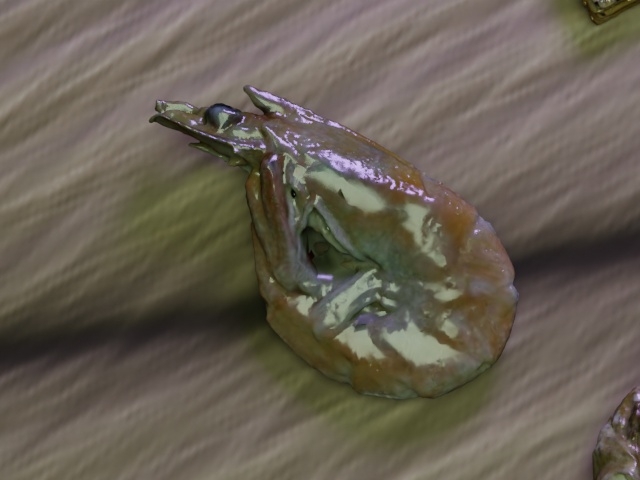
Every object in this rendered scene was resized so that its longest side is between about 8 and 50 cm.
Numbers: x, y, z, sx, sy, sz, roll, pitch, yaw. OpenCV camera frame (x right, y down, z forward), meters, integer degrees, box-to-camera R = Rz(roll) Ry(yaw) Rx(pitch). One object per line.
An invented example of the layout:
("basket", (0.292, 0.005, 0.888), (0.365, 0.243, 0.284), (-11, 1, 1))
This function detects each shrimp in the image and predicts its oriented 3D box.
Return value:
("shrimp", (0.000, 0.000, 1.258), (0.317, 0.077, 0.168), (31, 88, 2))

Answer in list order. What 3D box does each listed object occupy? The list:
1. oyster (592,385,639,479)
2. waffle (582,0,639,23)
("oyster", (0.341, 0.116, 1.234), (0.294, 0.094, 0.166), (-1, 102, -8))
("waffle", (0.220, -0.253, 1.293), (0.102, 0.042, 0.148), (-26, 84, -1))
